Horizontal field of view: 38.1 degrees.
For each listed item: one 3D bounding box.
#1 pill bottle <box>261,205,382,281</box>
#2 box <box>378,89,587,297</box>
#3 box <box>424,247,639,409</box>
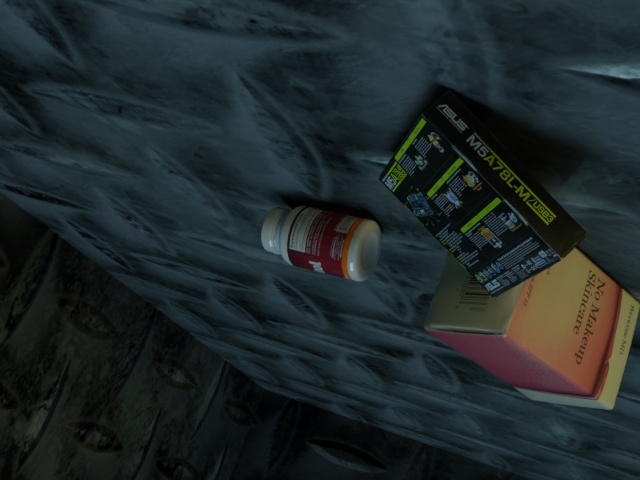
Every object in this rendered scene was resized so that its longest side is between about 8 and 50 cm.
[{"bbox_3d":[0.000,0.000,1.262,0.152,0.086,0.086,13,161,28],"label":"pill bottle"},{"bbox_3d":[0.151,-0.037,0.917,0.184,0.045,0.190,49,164,6],"label":"box"},{"bbox_3d":[0.258,0.089,1.110,0.232,0.148,0.127,33,159,-35],"label":"box"}]
